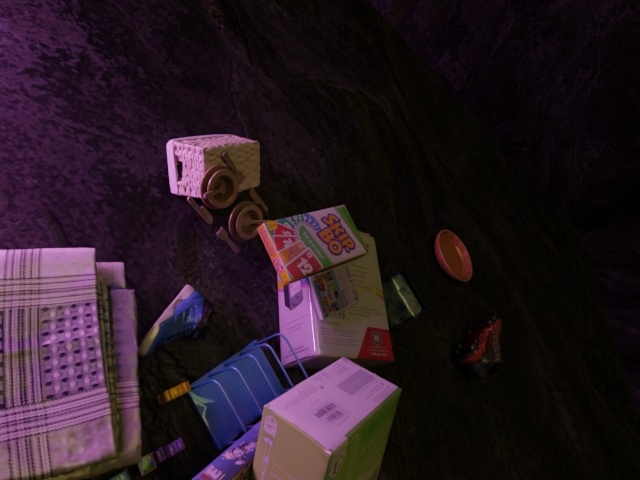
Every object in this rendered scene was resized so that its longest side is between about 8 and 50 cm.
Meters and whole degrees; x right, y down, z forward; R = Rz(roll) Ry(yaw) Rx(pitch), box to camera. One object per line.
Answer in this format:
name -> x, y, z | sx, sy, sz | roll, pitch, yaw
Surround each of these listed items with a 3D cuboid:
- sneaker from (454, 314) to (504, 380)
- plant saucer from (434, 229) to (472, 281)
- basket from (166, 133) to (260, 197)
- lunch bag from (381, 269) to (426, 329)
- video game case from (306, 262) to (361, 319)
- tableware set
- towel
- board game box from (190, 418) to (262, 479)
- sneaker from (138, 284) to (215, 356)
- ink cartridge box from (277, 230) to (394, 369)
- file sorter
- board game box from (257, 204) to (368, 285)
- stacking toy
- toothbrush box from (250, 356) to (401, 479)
sneaker -> 0.521, 0.340, 1.336 | 0.276, 0.097, 0.135 | -30, 88, -48
plant saucer -> 0.471, 0.058, 1.508 | 0.200, 0.037, 0.200 | 24, 51, -34
basket -> -0.213, -0.153, 0.869 | 0.167, 0.103, 0.113 | -23, 123, -49
lunch bag -> 0.222, 0.156, 1.161 | 0.129, 0.096, 0.151 | 62, 26, 9
video game case -> 0.029, 0.100, 0.850 | 0.122, 0.011, 0.087 | -16, 86, -46
tableware set -> -0.168, -0.067, 0.843 | 0.128, 0.039, 0.194 | -59, 144, -21
towel -> -0.395, 0.152, 0.528 | 0.324, 0.056, 0.312 | 3, 59, -38
board game box -> -0.120, 0.376, 0.635 | 0.243, 0.042, 0.165 | -24, 128, -50
sneaker -> -0.237, 0.151, 0.722 | 0.084, 0.058, 0.152 | 39, 37, -9
ink cartridge box -> 0.026, 0.126, 0.945 | 0.226, 0.131, 0.306 | 16, 54, -35
file sorter -> -0.120, 0.256, 0.739 | 0.170, 0.104, 0.118 | -27, 87, -50
board game box -> 0.000, 0.000, 0.883 | 0.259, 0.039, 0.124 | -16, 76, -46
stacking toy -> -0.261, 0.323, 0.600 | 0.221, 0.052, 0.167 | -14, 75, -44
toothbrush box -> 0.000, 0.359, 0.653 | 0.206, 0.122, 0.283 | -9, 117, -54
